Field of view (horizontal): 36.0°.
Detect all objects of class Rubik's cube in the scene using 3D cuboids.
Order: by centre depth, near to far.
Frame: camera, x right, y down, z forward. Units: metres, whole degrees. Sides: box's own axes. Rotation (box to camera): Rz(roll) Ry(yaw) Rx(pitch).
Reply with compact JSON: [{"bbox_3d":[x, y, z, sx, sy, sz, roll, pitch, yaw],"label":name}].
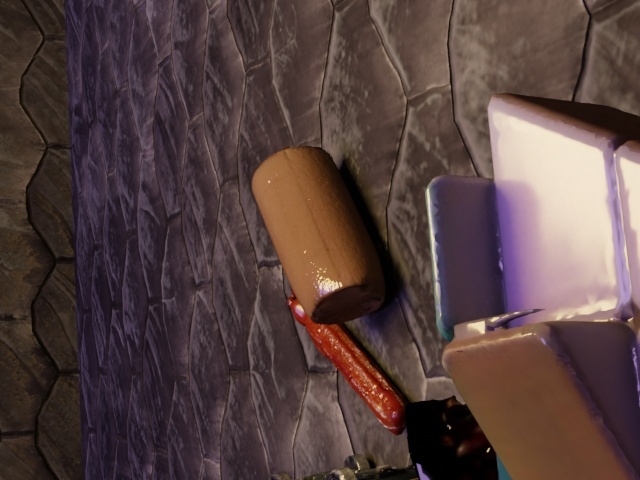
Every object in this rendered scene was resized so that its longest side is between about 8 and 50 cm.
[{"bbox_3d":[0.239,0.102,0.526,0.368,0.358,0.387,-26,67,61],"label":"Rubik's cube"}]

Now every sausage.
[{"bbox_3d":[0.000,0.000,1.282,0.123,0.123,0.253,114,145,-41],"label":"sausage"}]

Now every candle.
[{"bbox_3d":[0.034,0.153,1.307,0.051,0.048,0.329,56,175,-35],"label":"candle"}]

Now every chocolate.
[{"bbox_3d":[0.208,0.225,0.890,0.177,0.206,0.224,-23,75,15],"label":"chocolate"}]

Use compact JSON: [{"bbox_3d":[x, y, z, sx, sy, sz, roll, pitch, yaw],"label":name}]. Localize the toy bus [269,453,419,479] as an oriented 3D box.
[{"bbox_3d":[0.050,0.343,1.181,0.289,0.139,0.157,-26,72,58],"label":"toy bus"}]
